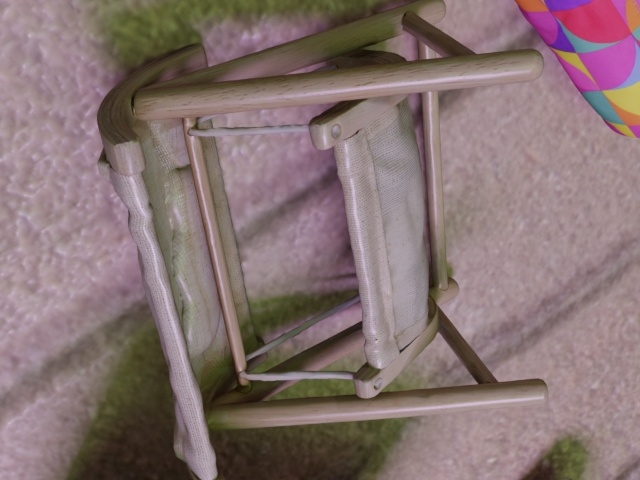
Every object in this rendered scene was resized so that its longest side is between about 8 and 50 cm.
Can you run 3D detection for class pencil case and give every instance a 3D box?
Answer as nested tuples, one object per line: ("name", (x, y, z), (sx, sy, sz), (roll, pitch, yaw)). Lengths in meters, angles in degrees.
("pencil case", (0.201, -0.171, 0.638), (0.236, 0.104, 0.104), (38, 95, -32))

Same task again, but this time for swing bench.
("swing bench", (0.000, 0.000, 0.596), (0.254, 0.165, 0.253), (-14, 119, -12))

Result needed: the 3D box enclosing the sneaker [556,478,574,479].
("sneaker", (0.141, 0.390, 0.853), (0.147, 0.145, 0.385), (28, 99, -32))
